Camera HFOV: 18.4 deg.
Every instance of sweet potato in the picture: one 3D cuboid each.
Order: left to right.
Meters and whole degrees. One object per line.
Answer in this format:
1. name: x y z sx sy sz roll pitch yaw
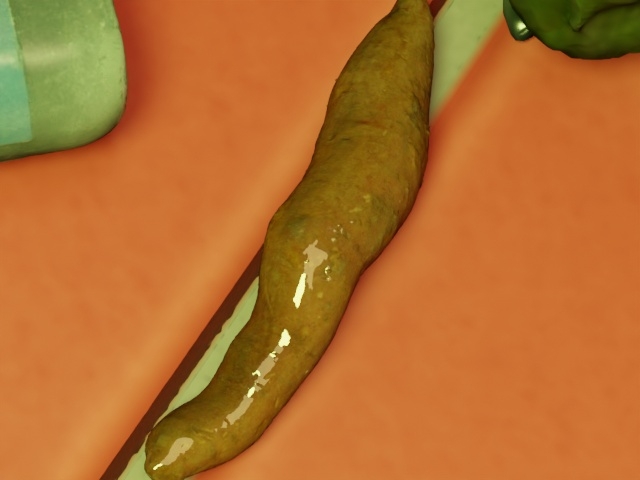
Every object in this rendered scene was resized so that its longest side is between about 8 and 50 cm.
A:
1. sweet potato: 0.001 -0.002 0.584 0.044 0.044 0.179 26 66 -2

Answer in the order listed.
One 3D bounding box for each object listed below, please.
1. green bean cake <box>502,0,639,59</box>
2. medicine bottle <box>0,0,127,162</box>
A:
1. green bean cake: 0.119 -0.206 0.576 0.156 0.247 0.250 -8 71 -15
2. medicine bottle: -0.163 -0.054 0.561 0.208 0.054 0.090 -11 73 -16
